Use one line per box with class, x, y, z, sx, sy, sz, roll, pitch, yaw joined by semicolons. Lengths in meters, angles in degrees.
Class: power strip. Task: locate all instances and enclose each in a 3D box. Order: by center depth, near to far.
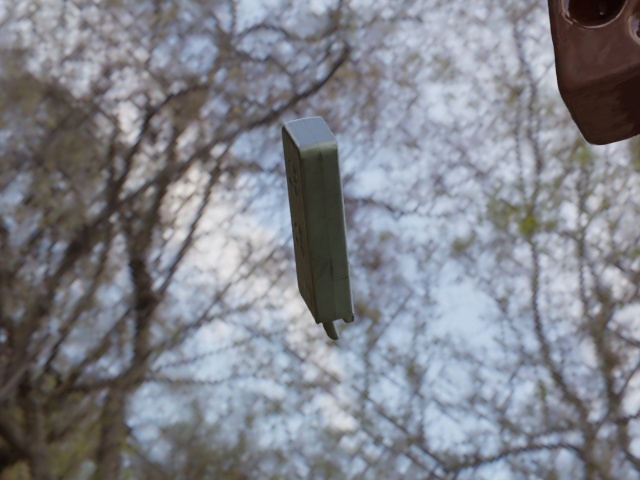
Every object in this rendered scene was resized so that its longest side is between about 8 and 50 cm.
power strip;0.000;0.000;1.787;0.093;0.053;0.288;-122;-156;-59

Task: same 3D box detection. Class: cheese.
cheese;0.256;-0.184;1.073;0.177;0.202;0.128;-8;-20;18
